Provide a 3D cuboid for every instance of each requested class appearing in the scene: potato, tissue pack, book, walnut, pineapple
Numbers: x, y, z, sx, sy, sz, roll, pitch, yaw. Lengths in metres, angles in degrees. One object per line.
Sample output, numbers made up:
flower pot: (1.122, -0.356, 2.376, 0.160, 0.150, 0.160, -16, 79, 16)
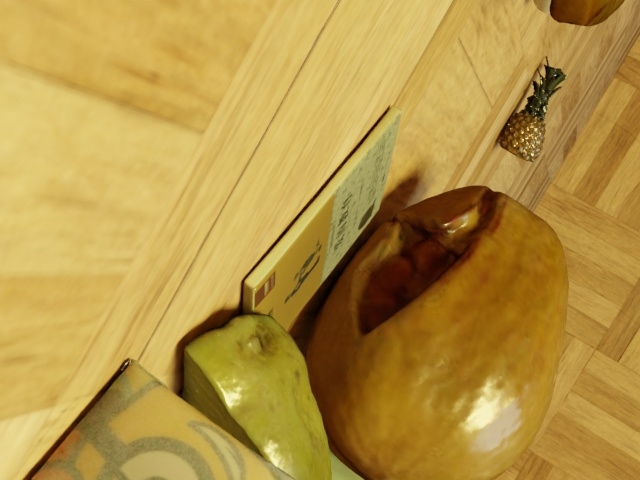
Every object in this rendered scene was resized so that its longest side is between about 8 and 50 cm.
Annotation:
potato: (-0.019, 0.115, 0.564, 0.081, 0.120, 0.149, -36, 157, -29)
tissue pack: (-0.088, 0.145, 0.429, 0.148, 0.108, 0.060, -50, 166, -29)
book: (0.000, 0.000, 0.639, 0.172, 0.012, 0.118, -51, 164, -29)
walnut: (0.103, 0.073, 0.786, 0.298, 0.203, 0.203, -53, 166, -37)
pineapple: (0.270, -0.160, 1.172, 0.124, 0.058, 0.058, -62, 166, 13)

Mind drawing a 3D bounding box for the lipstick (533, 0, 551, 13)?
lipstick: (0.198, -0.230, 0.788, 0.040, 0.040, 0.141, -59, 167, -1)

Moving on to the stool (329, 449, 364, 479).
stool: (0.019, 0.253, 0.871, 0.195, 0.198, 0.195, -52, 167, -31)

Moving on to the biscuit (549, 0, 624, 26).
biscuit: (0.240, -0.315, 0.654, 0.359, 0.046, 0.359, -55, 159, -33)
